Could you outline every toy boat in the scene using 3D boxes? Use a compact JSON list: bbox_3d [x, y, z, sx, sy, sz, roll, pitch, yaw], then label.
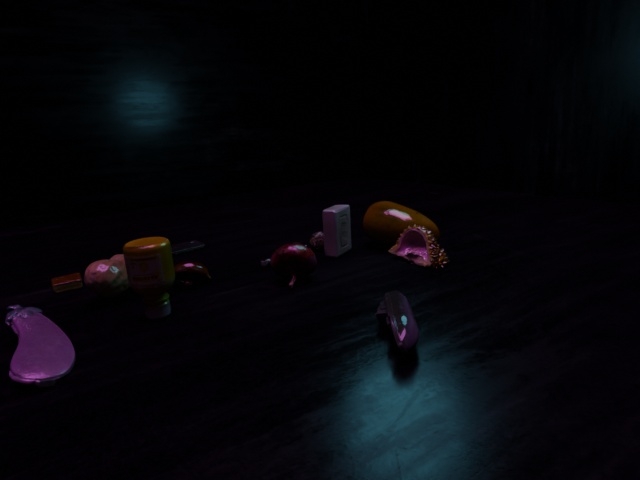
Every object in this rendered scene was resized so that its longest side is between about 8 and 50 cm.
[{"bbox_3d":[0.174,0.189,1.023,0.085,0.078,0.260,-26,11,9],"label":"toy boat"}]

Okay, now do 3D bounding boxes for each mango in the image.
[{"bbox_3d":[0.306,-0.054,1.726,0.317,0.173,0.211,18,4,33],"label":"mango"}]

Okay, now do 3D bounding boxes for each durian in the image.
[{"bbox_3d":[0.350,0.032,1.550,0.132,0.165,0.182,-53,7,-17],"label":"durian"},{"bbox_3d":[0.000,0.000,1.768,0.091,0.080,0.080,-37,30,-27],"label":"durian"}]

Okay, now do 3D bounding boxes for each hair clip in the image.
[{"bbox_3d":[-0.661,0.244,1.038,0.359,0.110,0.095,18,66,46],"label":"hair clip"}]

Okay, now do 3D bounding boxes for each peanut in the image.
[{"bbox_3d":[-0.653,0.110,1.434,0.130,0.130,0.290,-3,8,2],"label":"peanut"}]

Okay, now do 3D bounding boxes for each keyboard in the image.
[{"bbox_3d":[-0.643,0.050,1.847,0.317,0.027,0.106,-17,23,-40],"label":"keyboard"}]

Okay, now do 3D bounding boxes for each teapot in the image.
[{"bbox_3d":[-0.422,0.117,1.458,0.129,0.078,0.098,7,-28,-13],"label":"teapot"}]

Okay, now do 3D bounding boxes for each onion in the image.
[{"bbox_3d":[-0.084,0.091,1.409,0.150,0.150,0.140,-4,45,-2],"label":"onion"}]

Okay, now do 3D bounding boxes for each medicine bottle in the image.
[{"bbox_3d":[-0.461,0.105,1.220,0.122,0.212,0.122,-4,15,1],"label":"medicine bottle"}]

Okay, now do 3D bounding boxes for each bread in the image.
[{"bbox_3d":[-0.869,0.145,1.524,0.090,0.035,0.094,-13,18,-30],"label":"bread"}]

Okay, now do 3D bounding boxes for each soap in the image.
[{"bbox_3d":[0.063,-0.038,1.689,0.064,0.183,0.121,6,18,31],"label":"soap"}]

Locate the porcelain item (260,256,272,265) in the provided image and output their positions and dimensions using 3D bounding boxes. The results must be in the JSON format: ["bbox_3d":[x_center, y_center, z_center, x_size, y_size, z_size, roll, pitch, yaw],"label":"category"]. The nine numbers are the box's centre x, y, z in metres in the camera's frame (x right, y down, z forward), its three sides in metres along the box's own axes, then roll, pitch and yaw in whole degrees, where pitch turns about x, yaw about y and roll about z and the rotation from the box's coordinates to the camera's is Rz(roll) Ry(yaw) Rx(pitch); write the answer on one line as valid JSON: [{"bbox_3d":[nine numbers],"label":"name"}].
[{"bbox_3d":[-0.158,0.071,1.653,0.136,0.021,0.075,-6,11,-10],"label":"porcelain item"}]
